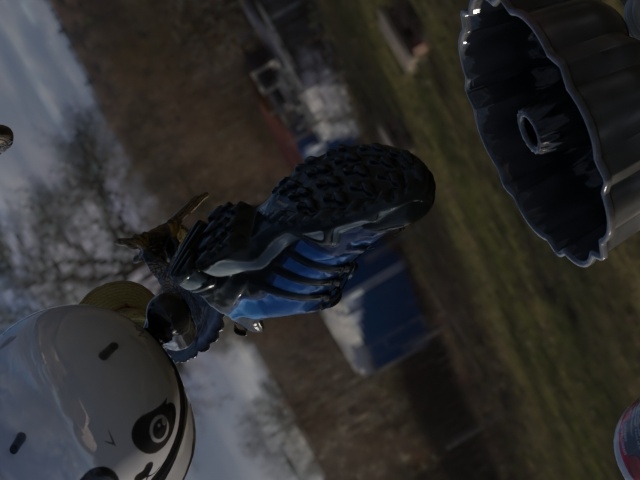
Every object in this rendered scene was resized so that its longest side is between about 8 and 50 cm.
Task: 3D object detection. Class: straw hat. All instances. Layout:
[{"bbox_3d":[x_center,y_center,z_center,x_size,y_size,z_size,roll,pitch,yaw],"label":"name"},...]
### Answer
[{"bbox_3d":[-0.252,0.119,1.872,0.061,0.144,0.144,-9,115,54],"label":"straw hat"}]

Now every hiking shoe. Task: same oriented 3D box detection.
[{"bbox_3d":[0.000,0.000,1.382,0.132,0.304,0.113,46,-138,-30],"label":"hiking shoe"}]

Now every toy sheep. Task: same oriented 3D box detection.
[{"bbox_3d":[0.388,-0.261,1.600,0.091,0.091,0.132,60,177,-3],"label":"toy sheep"}]

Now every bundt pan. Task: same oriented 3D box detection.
[{"bbox_3d":[0.285,-0.142,1.570,0.331,0.124,0.330,157,90,-79],"label":"bundt pan"}]

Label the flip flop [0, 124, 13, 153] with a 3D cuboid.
[{"bbox_3d":[-0.514,-0.144,1.776,0.112,0.277,0.080,11,-96,-61],"label":"flip flop"}]

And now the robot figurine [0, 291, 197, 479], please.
[{"bbox_3d":[-0.190,0.154,1.166,0.278,0.174,0.209,93,175,-73],"label":"robot figurine"}]

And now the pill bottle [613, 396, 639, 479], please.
[{"bbox_3d":[0.536,0.236,1.889,0.176,0.176,0.318,59,153,18],"label":"pill bottle"}]

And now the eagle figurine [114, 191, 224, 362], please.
[{"bbox_3d":[-0.186,0.069,2.227,0.298,0.226,0.225,40,-175,28],"label":"eagle figurine"}]
